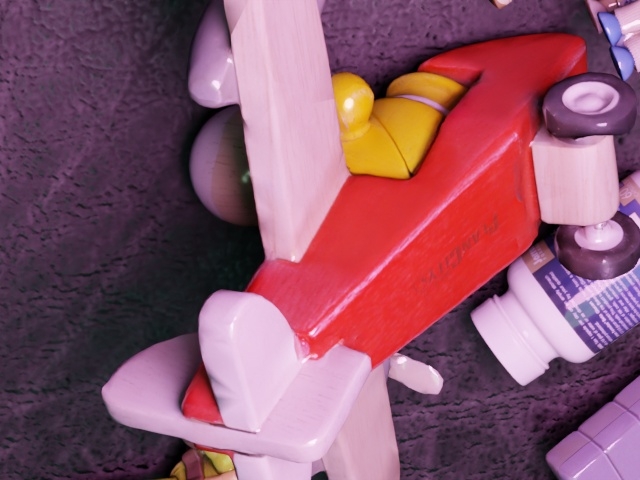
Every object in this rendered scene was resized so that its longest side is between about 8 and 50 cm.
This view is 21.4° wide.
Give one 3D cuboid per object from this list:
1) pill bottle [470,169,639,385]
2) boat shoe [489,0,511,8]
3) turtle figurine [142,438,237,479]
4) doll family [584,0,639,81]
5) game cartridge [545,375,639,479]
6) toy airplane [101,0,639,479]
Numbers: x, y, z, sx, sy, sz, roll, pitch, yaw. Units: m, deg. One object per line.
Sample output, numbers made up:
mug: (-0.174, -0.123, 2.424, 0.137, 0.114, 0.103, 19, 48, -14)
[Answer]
pill bottle: (0.199, 0.032, 1.263, 0.169, 0.094, 0.094, -37, 117, 8)
boat shoe: (0.112, -0.223, 1.146, 0.045, 0.050, 0.135, -28, 128, 0)
turtle figurine: (-0.097, 0.190, 1.288, 0.217, 0.087, 0.269, -22, 127, 9)
doll family: (0.238, -0.241, 1.140, 0.163, 0.118, 0.263, -21, 101, 7)
game cartridge: (0.349, 0.238, 1.390, 0.230, 0.068, 0.355, -41, 119, -11)
toy airplane: (0.000, 0.000, 1.110, 0.384, 0.272, 0.386, 14, 102, -52)
